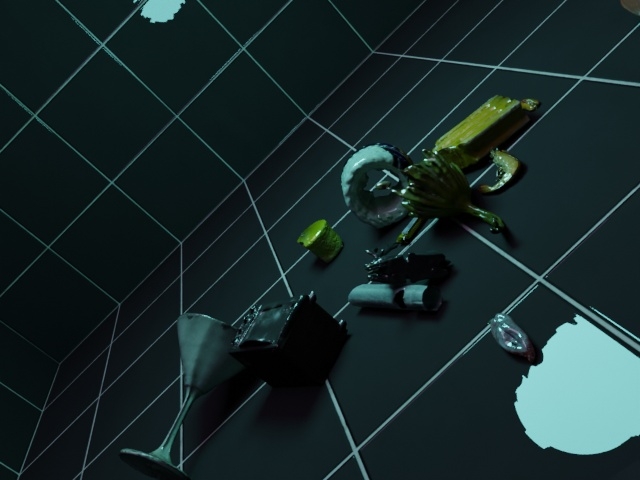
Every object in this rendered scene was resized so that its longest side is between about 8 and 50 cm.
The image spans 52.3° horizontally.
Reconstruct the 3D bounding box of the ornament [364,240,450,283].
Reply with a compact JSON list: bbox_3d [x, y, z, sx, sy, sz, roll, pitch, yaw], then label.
[{"bbox_3d":[0.203,0.049,1.608,0.202,0.080,0.236,-7,5,0],"label":"ornament"}]

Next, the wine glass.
[{"bbox_3d":[-0.358,0.434,1.768,0.267,0.267,0.406,-21,36,48],"label":"wine glass"}]

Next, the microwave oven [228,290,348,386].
[{"bbox_3d":[-0.088,0.251,1.661,0.247,0.188,0.178,-19,33,51],"label":"microwave oven"}]

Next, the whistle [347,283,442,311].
[{"bbox_3d":[0.170,0.135,1.565,0.062,0.062,0.312,-54,22,-21],"label":"whistle"}]

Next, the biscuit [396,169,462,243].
[{"bbox_3d":[0.305,-0.105,1.796,0.292,0.026,0.048,-50,22,-15],"label":"biscuit"}]

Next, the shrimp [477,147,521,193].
[{"bbox_3d":[0.444,-0.174,1.660,0.124,0.034,0.178,-48,24,13],"label":"shrimp"}]

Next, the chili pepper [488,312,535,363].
[{"bbox_3d":[0.346,0.173,1.191,0.153,0.041,0.050,-111,25,-67],"label":"chili pepper"}]

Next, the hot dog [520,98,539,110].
[{"bbox_3d":[0.572,-0.376,1.797,0.037,0.021,0.083,-47,20,1],"label":"hot dog"}]

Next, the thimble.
[{"bbox_3d":[0.170,-0.157,1.893,0.237,0.237,0.150,-39,19,18],"label":"thimble"}]

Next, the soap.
[{"bbox_3d":[0.428,-0.288,1.797,0.257,0.080,0.160,-38,20,5],"label":"soap"}]

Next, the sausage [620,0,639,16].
[{"bbox_3d":[0.823,-0.605,1.569,0.152,0.152,0.280,-40,20,15],"label":"sausage"}]

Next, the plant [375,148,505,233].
[{"bbox_3d":[0.329,-0.069,1.602,0.333,0.251,0.180,51,120,33],"label":"plant"}]

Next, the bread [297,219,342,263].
[{"bbox_3d":[0.000,0.000,2.057,0.111,0.114,0.129,-45,20,-1],"label":"bread"}]
